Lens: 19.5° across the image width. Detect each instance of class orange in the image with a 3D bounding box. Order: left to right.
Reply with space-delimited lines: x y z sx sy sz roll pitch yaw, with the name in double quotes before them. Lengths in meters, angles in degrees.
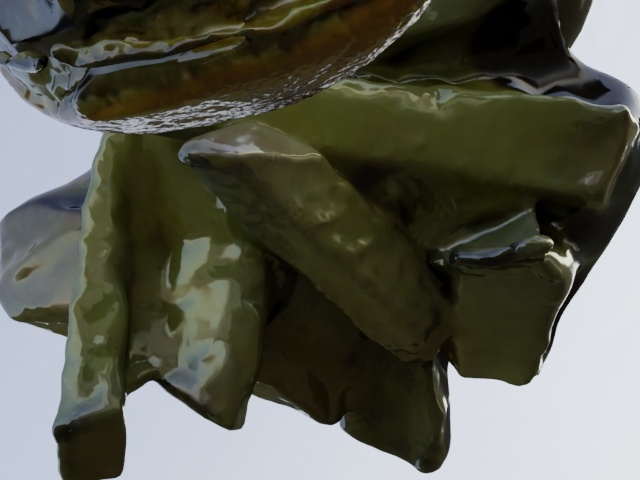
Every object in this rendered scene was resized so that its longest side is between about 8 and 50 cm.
"orange" -0.025 -0.096 0.526 0.170 0.160 0.112 1 -30 18

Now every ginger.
"ginger" 0.000 0.000 1.142 0.413 0.358 0.211 -37 6 27

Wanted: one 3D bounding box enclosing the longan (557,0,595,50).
"longan" 0.126 -0.212 1.445 0.198 0.212 0.198 13 -9 2
